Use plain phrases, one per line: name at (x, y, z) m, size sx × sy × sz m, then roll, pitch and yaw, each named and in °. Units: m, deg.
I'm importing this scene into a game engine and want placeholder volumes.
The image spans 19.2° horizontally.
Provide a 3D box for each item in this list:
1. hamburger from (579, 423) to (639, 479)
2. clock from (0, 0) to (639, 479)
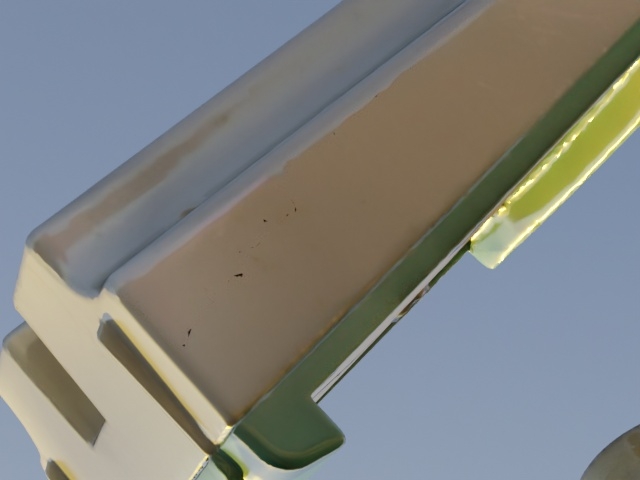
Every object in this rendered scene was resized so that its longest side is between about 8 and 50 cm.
hamburger at (0.223, 0.170, 1.180) m, size 0.126 × 0.081 × 0.141 m, roll -9°, pitch -38°, yaw -21°
clock at (0.000, 0.000, 0.684) m, size 0.231 × 0.116 × 0.262 m, roll -44°, pitch -4°, yaw -22°
